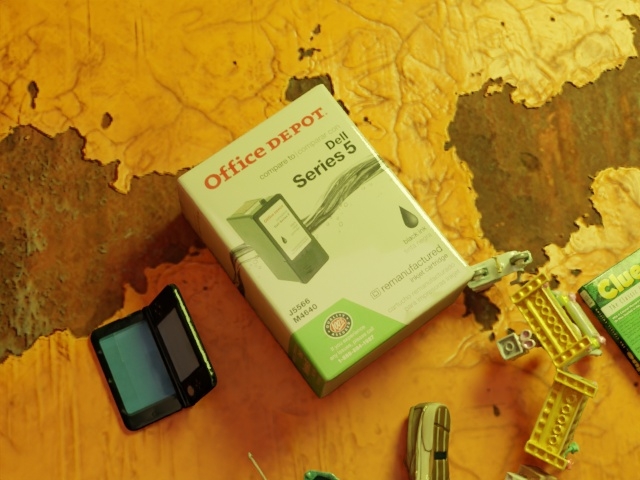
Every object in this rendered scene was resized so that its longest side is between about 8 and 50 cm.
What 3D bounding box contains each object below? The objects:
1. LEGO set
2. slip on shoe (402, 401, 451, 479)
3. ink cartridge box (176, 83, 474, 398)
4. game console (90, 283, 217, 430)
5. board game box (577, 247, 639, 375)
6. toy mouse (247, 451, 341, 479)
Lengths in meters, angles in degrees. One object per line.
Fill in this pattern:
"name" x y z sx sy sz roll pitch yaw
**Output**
"LEGO set" 0.251 0.149 1.175 0.132 0.107 0.287 -16 76 28
"slip on shoe" 0.109 0.239 1.152 0.041 0.051 0.135 -4 78 38
"ink cartridge box" 0.000 0.000 1.180 0.198 0.115 0.273 -35 78 -12
"game console" -0.179 0.125 1.158 0.071 0.107 0.122 -15 72 -37
"board game box" 0.436 0.041 1.235 0.260 0.030 0.136 -31 79 -12
"toy mouse" -0.002 0.300 1.130 0.143 0.031 0.161 -2 73 -3
